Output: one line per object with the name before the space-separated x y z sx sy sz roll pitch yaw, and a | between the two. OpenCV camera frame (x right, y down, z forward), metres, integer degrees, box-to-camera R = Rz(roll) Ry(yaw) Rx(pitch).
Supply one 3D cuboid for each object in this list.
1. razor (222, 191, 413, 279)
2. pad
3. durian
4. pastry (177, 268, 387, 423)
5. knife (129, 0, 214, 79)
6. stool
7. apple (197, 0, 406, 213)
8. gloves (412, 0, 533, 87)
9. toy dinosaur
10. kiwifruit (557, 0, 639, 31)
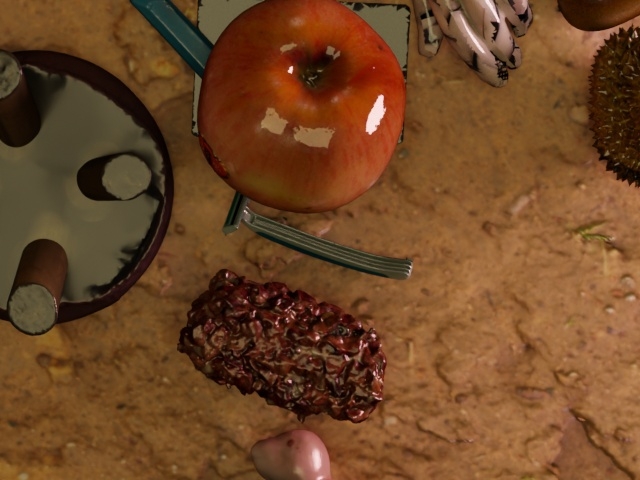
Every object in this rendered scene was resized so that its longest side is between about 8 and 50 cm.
razor | -0.001 0.002 1.828 0.191 0.037 0.068 21 53 -6
pad | -0.020 -0.168 1.828 0.211 0.003 0.143 3 95 0
durian | 0.336 -0.124 1.768 0.158 0.137 0.168 0 86 21
pastry | -0.034 0.106 1.805 0.208 0.097 0.115 18 101 0
knife | -0.078 -0.145 1.816 0.044 0.026 0.296 -43 91 -9
stool | -0.279 -0.047 1.752 0.272 0.178 0.272 0 94 0
apple | -0.018 -0.127 1.729 0.209 0.164 0.209 4 74 -14
gloves | 0.143 -0.251 1.772 0.127 0.111 0.212 -17 88 -1
toy dinosaur | 0.023 0.283 1.826 0.194 0.152 0.177 2 66 7
kiwifruit | 0.287 -0.249 1.786 0.124 0.075 0.075 -23 95 6
